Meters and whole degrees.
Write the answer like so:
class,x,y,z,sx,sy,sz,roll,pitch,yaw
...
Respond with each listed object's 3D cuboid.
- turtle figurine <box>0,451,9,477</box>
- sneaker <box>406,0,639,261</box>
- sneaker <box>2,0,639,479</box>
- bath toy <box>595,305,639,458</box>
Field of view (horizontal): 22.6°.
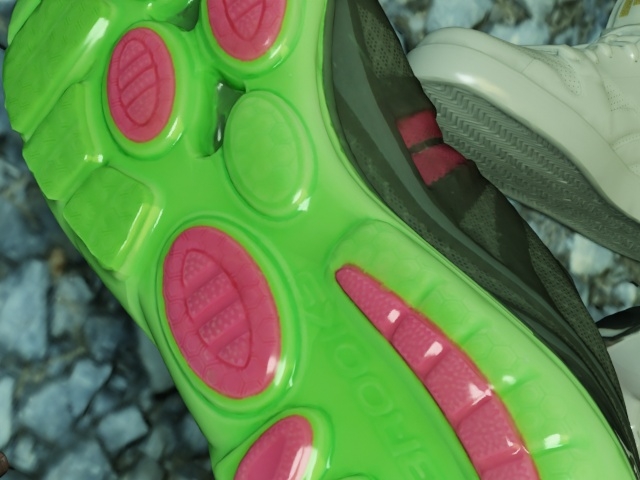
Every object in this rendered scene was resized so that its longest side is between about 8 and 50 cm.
class,x,y,z,sx,sy,sz,roll,pitch,yaw
turtle figurine,-0.109,0.217,0.668,0.197,0.266,0.275,15,65,-9
sneaker,0.165,-0.104,0.968,0.292,0.108,0.169,26,76,-43
sneaker,0.000,0.000,0.731,0.202,0.185,0.483,40,24,-59
bath toy,0.106,0.106,0.921,0.348,0.129,0.151,-2,113,-34
